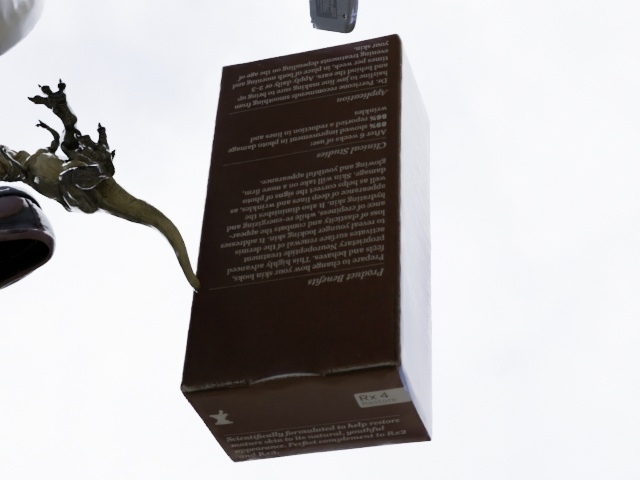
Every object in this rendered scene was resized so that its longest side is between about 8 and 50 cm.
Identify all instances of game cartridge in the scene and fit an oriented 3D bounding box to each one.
[{"bbox_3d":[0.012,-0.236,1.266,0.017,0.056,0.083,-21,-62,-38],"label":"game cartridge"}]

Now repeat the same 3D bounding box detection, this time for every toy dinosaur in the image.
[{"bbox_3d":[-0.202,-0.059,1.143,0.268,0.118,0.064,26,-131,27],"label":"toy dinosaur"}]

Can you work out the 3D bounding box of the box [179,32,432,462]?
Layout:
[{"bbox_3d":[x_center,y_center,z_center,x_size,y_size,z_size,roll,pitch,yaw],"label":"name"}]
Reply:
[{"bbox_3d":[0.000,0.000,1.248,0.191,0.143,0.381,-8,-131,15],"label":"box"}]

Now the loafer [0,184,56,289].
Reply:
[{"bbox_3d":[-0.396,0.040,1.299,0.303,0.095,0.109,-28,-54,-17],"label":"loafer"}]

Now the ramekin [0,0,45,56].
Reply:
[{"bbox_3d":[-0.389,-0.260,1.197,0.277,0.277,0.135,0,-51,-3],"label":"ramekin"}]
